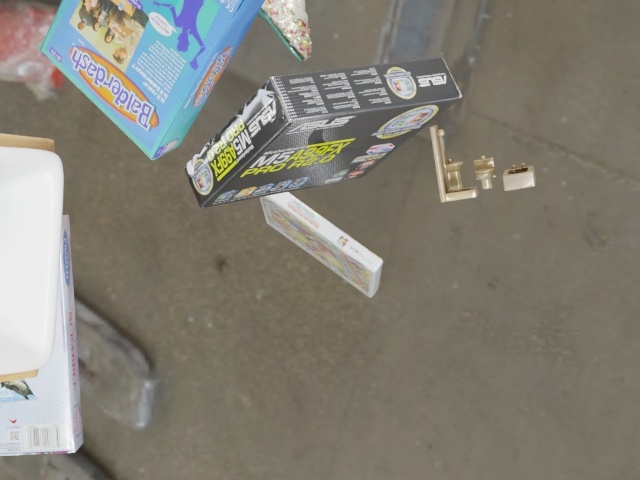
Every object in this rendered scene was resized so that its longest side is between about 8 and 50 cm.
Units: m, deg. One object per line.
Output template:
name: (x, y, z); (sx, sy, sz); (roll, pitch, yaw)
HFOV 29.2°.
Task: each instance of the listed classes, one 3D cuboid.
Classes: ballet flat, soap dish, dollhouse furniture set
ballet flat: (-0.071, -0.371, 1.913); (0.077, 0.091, 0.241); (-43, 55, 3)
soap dish: (-0.358, 0.015, 1.057); (0.118, 0.291, 0.228); (5, 93, 32)
dollhouse furniture set: (0.270, -0.142, 2.029); (0.151, 0.144, 0.123); (-9, 97, 12)

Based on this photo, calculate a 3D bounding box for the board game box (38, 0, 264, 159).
board game box: (-0.154, -0.200, 1.109); (0.160, 0.047, 0.210); (44, 129, 8)

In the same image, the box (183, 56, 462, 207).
box: (0.002, -0.128, 1.459); (0.216, 0.270, 0.060); (-37, 72, 48)

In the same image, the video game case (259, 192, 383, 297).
video game case: (0.000, 0.000, 1.810); (0.206, 0.227, 0.026); (36, 81, 8)

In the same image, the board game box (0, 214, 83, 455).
board game box: (-0.489, 0.130, 1.649); (0.066, 0.319, 0.318); (-77, -15, -86)
